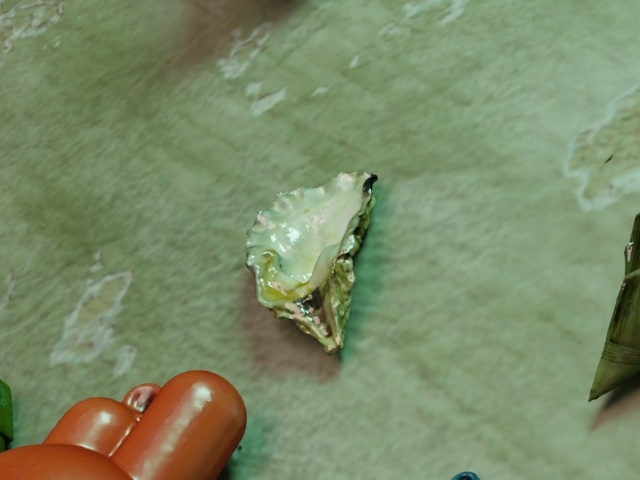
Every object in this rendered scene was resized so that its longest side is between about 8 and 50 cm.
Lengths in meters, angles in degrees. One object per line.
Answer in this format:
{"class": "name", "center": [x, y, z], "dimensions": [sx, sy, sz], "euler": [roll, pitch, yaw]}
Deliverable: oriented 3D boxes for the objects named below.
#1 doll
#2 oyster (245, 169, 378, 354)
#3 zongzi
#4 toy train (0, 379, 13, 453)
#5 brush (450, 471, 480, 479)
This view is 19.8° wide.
{"class": "doll", "center": [-0.155, 0.189, 1.098], "dimensions": [0.161, 0.130, 0.290], "euler": [15, 55, 34]}
{"class": "oyster", "center": [0.000, 0.000, 1.203], "dimensions": [0.121, 0.045, 0.146], "euler": [-53, 32, -7]}
{"class": "zongzi", "center": [0.205, 0.045, 0.986], "dimensions": [0.104, 0.052, 0.113], "euler": [12, 77, 40]}
{"class": "toy train", "center": [-0.266, 0.158, 1.222], "dimensions": [0.090, 0.137, 0.225], "euler": [-26, 45, 15]}
{"class": "brush", "center": [0.051, 0.191, 0.990], "dimensions": [0.051, 0.014, 0.164], "euler": [0, 46, 37]}
